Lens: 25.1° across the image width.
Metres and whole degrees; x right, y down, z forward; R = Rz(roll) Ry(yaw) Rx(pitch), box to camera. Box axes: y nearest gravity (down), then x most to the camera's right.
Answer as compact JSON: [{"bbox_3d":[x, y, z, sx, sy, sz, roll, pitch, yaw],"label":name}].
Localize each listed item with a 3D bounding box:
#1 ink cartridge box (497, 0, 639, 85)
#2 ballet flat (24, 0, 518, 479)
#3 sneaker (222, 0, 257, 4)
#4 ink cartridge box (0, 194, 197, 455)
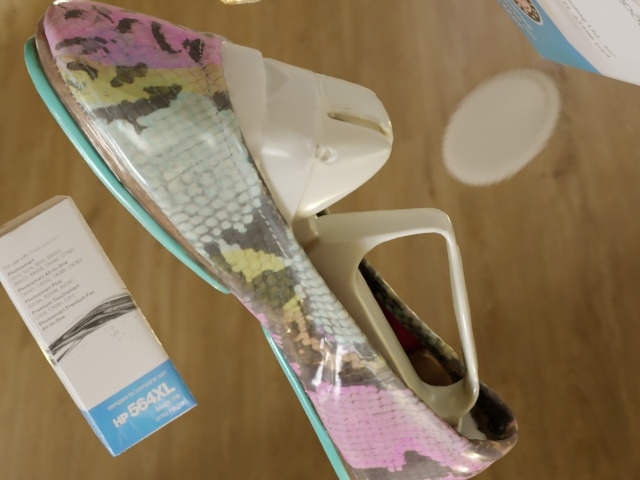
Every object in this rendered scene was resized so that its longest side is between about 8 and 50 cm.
[{"bbox_3d":[0.133,-0.171,0.424,0.197,0.198,0.270,-43,-160,-1],"label":"ink cartridge box"},{"bbox_3d":[0.000,0.000,0.456,0.079,0.221,0.077,-24,-148,16],"label":"ballet flat"},{"bbox_3d":[-0.030,-0.184,0.991,0.083,0.037,0.032,-5,-174,-9],"label":"sneaker"},{"bbox_3d":[-0.200,0.066,1.211,0.086,0.203,0.148,-31,-171,-12],"label":"ink cartridge box"}]
